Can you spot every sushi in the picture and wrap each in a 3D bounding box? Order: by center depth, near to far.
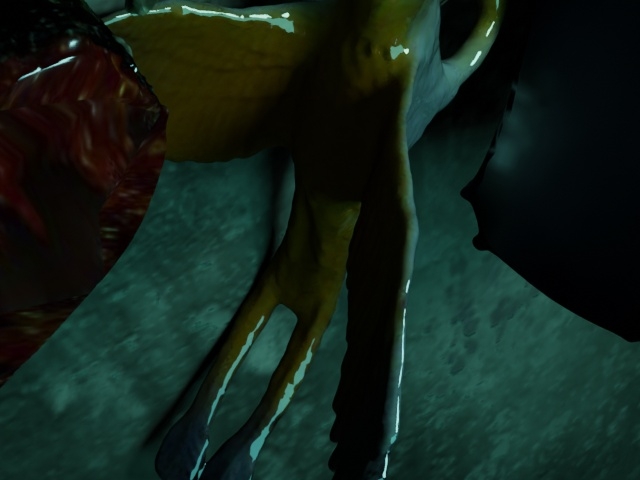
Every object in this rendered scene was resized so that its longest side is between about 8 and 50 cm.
[{"bbox_3d":[-0.168,-0.012,0.708,0.225,0.126,0.136,-50,146,4],"label":"sushi"}]

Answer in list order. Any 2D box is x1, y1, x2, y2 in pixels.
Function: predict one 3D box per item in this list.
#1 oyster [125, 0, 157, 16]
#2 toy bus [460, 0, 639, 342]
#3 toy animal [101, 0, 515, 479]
[{"bbox_3d":[-0.056,-0.205,0.684,0.223,0.083,0.214,-55,148,2],"label":"oyster"},{"bbox_3d":[0.212,-0.143,0.920,0.162,0.171,0.386,-33,145,-59],"label":"toy bus"},{"bbox_3d":[0.014,-0.019,0.907,0.302,0.225,0.284,-52,166,-13],"label":"toy animal"}]
